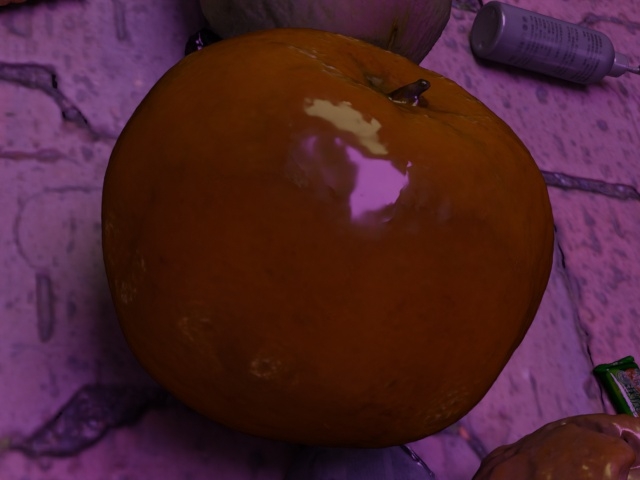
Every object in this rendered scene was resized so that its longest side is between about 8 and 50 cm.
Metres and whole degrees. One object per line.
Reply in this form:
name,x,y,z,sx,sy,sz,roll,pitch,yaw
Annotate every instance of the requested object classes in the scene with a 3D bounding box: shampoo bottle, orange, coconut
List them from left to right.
orange,0.000,0.000,0.696,0.279,0.235,0.279,22,22,-10
coconut,0.001,-0.233,0.899,0.235,0.204,0.236,5,69,-14
shampoo bottle,0.240,-0.183,1.106,0.195,0.056,0.056,11,52,-25

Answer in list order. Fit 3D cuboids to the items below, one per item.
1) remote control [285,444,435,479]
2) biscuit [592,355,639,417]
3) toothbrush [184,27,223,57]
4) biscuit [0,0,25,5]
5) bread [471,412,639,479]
remote control,0.037,0.222,0.683,0.104,0.052,0.247,11,49,-25
biscuit,0.251,0.132,0.901,0.046,0.016,0.089,-5,60,-34
toothbrush,0.006,-0.060,0.892,0.297,0.030,0.030,43,72,3
biscuit,-0.292,-0.274,0.872,0.160,0.030,0.250,-22,70,-41
bread,0.202,0.215,0.720,0.244,0.134,0.244,23,42,-22
